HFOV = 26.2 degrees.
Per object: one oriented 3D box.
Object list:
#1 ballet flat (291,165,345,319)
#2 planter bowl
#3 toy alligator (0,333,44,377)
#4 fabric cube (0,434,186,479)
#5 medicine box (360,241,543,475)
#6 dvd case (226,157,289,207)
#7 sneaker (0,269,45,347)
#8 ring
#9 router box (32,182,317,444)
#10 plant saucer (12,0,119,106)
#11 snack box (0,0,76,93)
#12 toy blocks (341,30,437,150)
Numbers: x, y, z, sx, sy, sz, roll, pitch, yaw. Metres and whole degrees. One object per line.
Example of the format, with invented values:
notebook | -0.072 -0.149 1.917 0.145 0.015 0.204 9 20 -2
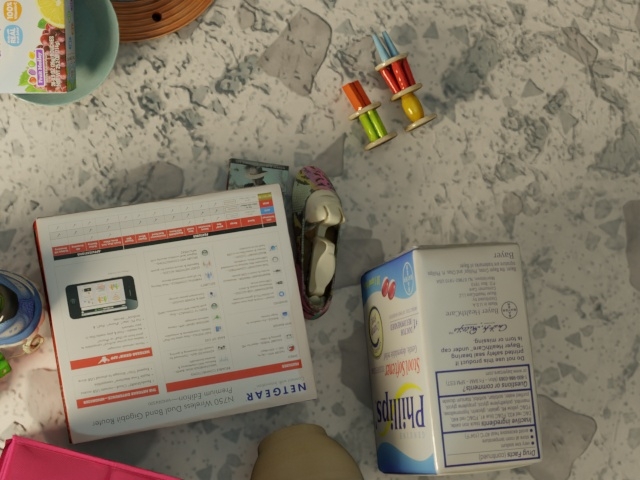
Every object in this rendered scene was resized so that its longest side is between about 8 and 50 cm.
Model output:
ballet flat | 0.000 0.000 1.920 0.077 0.079 0.221 7 79 -23
planter bowl | -0.025 0.313 1.837 0.162 0.162 0.109 -8 57 -16
toy alligator | -0.449 0.177 1.796 0.190 0.056 0.051 -41 50 -22
fabric cube | -0.301 0.397 1.690 0.259 0.254 0.258 17 78 -11
medicine box | 0.168 0.164 1.842 0.149 0.263 0.289 -3 81 -14
dvd case | -0.092 -0.052 1.940 0.087 0.013 0.119 8 79 -13
sneaker | -0.522 0.071 1.728 0.330 0.147 0.130 -1 81 -1
ring | -0.287 -0.440 1.943 0.336 0.032 0.336 2 81 -13
router box | -0.196 0.096 1.845 0.335 0.082 0.301 -8 85 -14
plant saucer | -0.367 -0.281 1.870 0.195 0.037 0.195 0 102 2
snack box | -0.416 -0.299 1.814 0.174 0.070 0.207 1 100 2
toy blocks | 0.085 -0.220 1.991 0.123 0.054 0.148 -26 88 -17
